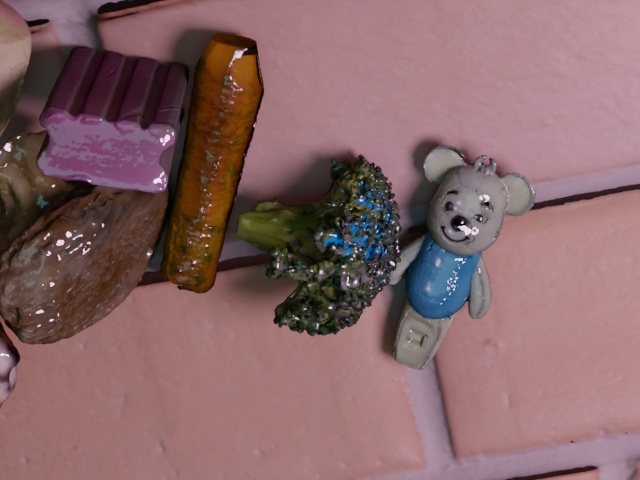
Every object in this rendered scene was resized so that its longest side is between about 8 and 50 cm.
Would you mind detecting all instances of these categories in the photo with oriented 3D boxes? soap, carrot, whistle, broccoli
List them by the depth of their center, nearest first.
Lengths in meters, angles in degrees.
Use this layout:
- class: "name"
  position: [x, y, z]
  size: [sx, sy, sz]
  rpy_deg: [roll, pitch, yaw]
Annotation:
- class: "soap"
  position: [-0.188, -0.114, 1.709]
  size: [0.122, 0.203, 0.065]
  rpy_deg: [9, 113, -2]
- class: "broccoli"
  position: [0.000, 0.000, 1.782]
  size: [0.160, 0.154, 0.167]
  rpy_deg: [21, 113, 17]
- class: "carrot"
  position: [-0.107, -0.071, 1.791]
  size: [0.070, 0.070, 0.260]
  rpy_deg: [13, 111, -2]
- class: "whistle"
  position: [0.122, 0.023, 1.813]
  size: [0.114, 0.077, 0.235]
  rpy_deg: [22, 113, 5]

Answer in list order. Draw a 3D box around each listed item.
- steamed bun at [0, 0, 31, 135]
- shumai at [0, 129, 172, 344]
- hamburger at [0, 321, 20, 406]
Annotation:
- class: "steamed bun"
  position: [-0.382, -0.183, 1.729]
  size: [0.239, 0.152, 0.170]
  rpy_deg: [23, 118, 10]
- class: "shumai"
  position: [-0.253, -0.010, 1.789]
  size: [0.153, 0.161, 0.209]
  rpy_deg: [39, 69, 16]
- class: "hamburger"
  position: [-0.412, 0.100, 1.783]
  size: [0.237, 0.276, 0.276]
  rpy_deg: [-38, 105, 0]
